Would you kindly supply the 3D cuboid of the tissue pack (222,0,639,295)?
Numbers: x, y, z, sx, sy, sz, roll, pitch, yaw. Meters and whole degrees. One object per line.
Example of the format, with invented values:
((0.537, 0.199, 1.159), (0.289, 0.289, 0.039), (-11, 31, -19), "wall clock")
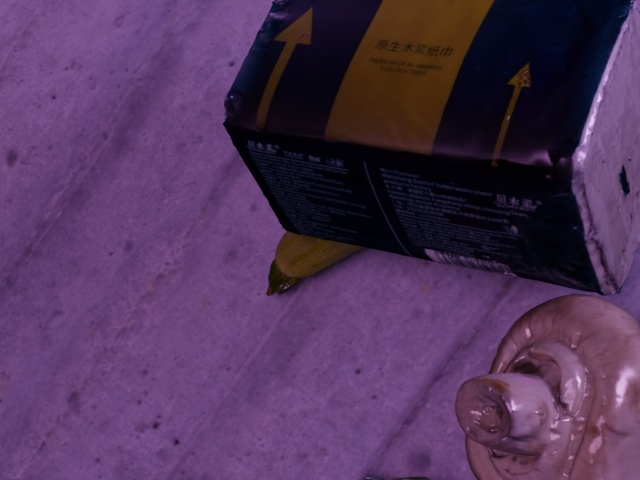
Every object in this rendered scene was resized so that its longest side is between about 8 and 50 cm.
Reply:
((0.139, -0.121, 1.598), (0.417, 0.264, 0.253), (9, 62, 28), "tissue pack")

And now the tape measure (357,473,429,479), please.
((0.100, 0.352, 1.654), (0.175, 0.106, 0.200), (-20, 71, 37), "tape measure")

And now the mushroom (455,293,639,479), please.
((0.235, 0.184, 1.529), (0.254, 0.234, 0.260), (-42, 44, 41), "mushroom")

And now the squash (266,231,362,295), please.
((0.000, -0.001, 1.778), (0.200, 0.075, 0.090), (-35, 72, 17), "squash")
